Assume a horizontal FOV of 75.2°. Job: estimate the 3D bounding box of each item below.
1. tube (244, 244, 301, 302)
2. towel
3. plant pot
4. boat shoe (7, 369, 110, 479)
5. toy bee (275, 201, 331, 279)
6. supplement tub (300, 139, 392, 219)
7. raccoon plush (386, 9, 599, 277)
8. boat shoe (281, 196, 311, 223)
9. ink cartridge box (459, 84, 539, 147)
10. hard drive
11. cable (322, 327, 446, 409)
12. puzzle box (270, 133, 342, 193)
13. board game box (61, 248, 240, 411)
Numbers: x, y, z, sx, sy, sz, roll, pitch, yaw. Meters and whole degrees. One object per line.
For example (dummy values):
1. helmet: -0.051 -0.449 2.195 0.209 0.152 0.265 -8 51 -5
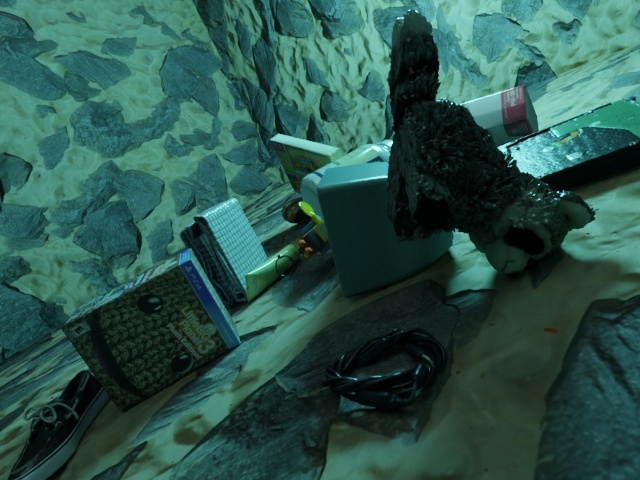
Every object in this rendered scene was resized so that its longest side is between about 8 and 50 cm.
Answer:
1. tube: -0.147 0.086 1.252 0.062 0.070 0.240 -34 4 41
2. towel: -0.289 0.034 1.267 0.121 0.283 0.235 -22 14 20
3. plant pot: 0.152 -0.054 0.935 0.252 0.247 0.248 -12 17 10
4. boat shoe: -0.553 0.381 0.872 0.113 0.105 0.306 -24 15 9
5. toy bee: 0.000 0.000 1.138 0.298 0.195 0.162 -64 -2 3
6. supplement tub: 0.124 -0.170 1.359 0.325 0.235 0.235 -31 15 -15
7. raccoon plush: 0.281 -0.163 0.692 0.299 0.446 0.216 -1 9 -4
8. boat shoe: -0.010 -0.164 1.834 0.324 0.123 0.116 -33 35 -10
9. ink cartridge box: 0.506 -0.342 1.292 0.283 0.117 0.207 -7 -17 35
10. hard drive: 0.588 -0.208 0.962 0.339 0.064 0.237 -22 27 21
11. cable: 0.085 0.177 0.607 0.185 0.047 0.150 -14 19 42
12. puzzle box: -0.027 -0.269 1.647 0.052 0.272 0.409 -39 38 -20
13. board game box: -0.371 0.195 0.954 0.291 0.232 0.141 -30 16 -11
